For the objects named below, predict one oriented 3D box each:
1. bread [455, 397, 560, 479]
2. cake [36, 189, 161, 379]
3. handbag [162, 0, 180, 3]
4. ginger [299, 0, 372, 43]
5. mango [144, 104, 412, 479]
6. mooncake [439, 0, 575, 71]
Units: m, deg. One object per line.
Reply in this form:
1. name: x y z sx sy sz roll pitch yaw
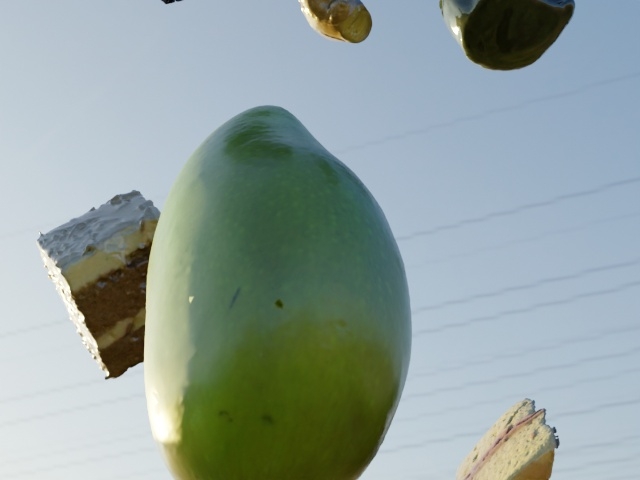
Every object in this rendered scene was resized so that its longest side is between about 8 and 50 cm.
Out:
1. bread: 0.280 0.322 1.405 0.135 0.240 0.178 38 -81 -2
2. cake: -0.200 0.039 1.075 0.135 0.134 0.147 -31 -65 -16
3. handbag: -0.102 -0.336 1.004 0.215 0.169 0.155 -33 -60 14
4. ginger: 0.018 -0.387 1.781 0.131 0.294 0.086 26 -78 -9
5. mango: -0.034 0.021 0.694 0.156 0.343 0.192 20 -56 -25
6. mooncake: 0.244 -0.309 1.387 0.169 0.104 0.175 -24 -36 3
